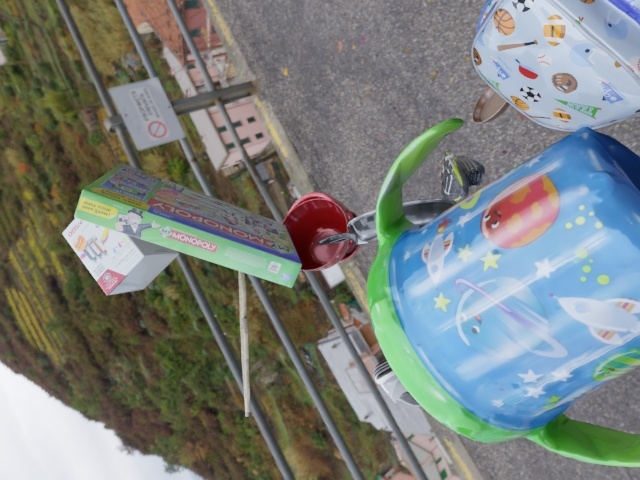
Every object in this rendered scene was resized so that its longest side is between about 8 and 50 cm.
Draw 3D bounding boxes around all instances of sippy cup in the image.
[{"bbox_3d":[0.199,0.033,0.383,0.305,0.240,0.224,30,134,-14],"label":"sippy cup"}]

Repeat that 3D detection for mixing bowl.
[{"bbox_3d":[0.000,0.000,1.026,0.181,0.181,0.098,42,-179,34],"label":"mixing bowl"}]

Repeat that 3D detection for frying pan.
[{"bbox_3d":[0.092,-0.018,0.794,0.326,0.197,0.053,-16,78,28],"label":"frying pan"}]

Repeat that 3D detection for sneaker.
[{"bbox_3d":[0.249,0.305,0.985,0.132,0.228,0.086,58,-168,-7],"label":"sneaker"},{"bbox_3d":[0.424,-0.195,1.251,0.121,0.300,0.111,7,119,11],"label":"sneaker"}]

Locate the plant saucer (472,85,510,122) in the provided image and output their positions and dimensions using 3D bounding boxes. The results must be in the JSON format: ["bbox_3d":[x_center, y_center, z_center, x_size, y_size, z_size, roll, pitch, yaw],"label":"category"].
[{"bbox_3d":[0.516,-0.411,1.241,0.029,0.168,0.168,29,156,-15],"label":"plant saucer"}]

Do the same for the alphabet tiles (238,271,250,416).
[{"bbox_3d":[-0.168,0.193,0.932,0.342,0.011,0.285,-126,36,-69],"label":"alphabet tiles"}]

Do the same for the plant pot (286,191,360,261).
[{"bbox_3d":[0.017,-0.029,1.236,0.191,0.174,0.191,-6,78,30],"label":"plant pot"}]

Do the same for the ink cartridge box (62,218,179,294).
[{"bbox_3d":[-0.435,0.007,0.929,0.176,0.128,0.127,49,-168,10],"label":"ink cartridge box"}]

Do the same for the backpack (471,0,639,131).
[{"bbox_3d":[0.313,-0.253,0.496,0.276,0.213,0.263,46,-173,1],"label":"backpack"}]

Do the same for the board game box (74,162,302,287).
[{"bbox_3d":[-0.197,-0.031,0.700,0.046,0.317,0.213,-65,19,12],"label":"board game box"}]
